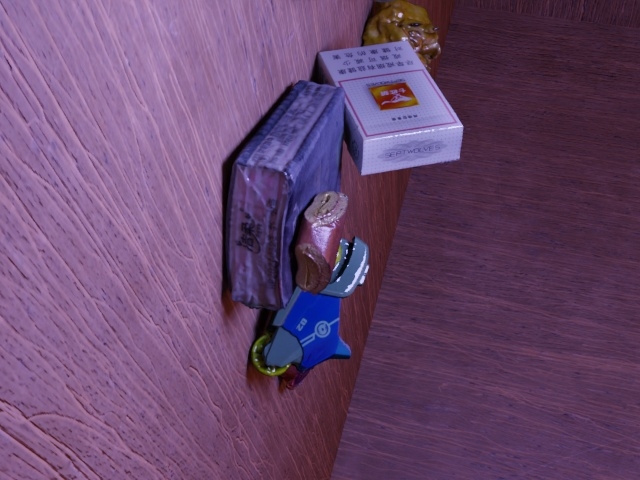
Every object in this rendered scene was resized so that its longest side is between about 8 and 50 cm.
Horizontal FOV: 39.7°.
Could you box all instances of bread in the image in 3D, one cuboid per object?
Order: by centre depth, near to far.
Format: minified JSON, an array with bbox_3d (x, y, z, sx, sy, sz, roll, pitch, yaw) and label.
[{"bbox_3d":[0.001,0.000,1.542,0.119,0.067,0.192,29,74,-78],"label":"bread"}]

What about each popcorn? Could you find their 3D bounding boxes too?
[{"bbox_3d":[0.201,-0.518,2.328,0.191,0.190,0.253,106,-35,-47],"label":"popcorn"}]

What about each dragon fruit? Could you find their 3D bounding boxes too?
[{"bbox_3d":[-0.060,0.295,2.133,0.112,0.068,0.126,-33,149,-51],"label":"dragon fruit"}]

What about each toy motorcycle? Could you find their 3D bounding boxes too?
[{"bbox_3d":[-0.009,0.148,1.863,0.191,0.200,0.326,129,-19,-73],"label":"toy motorcycle"}]

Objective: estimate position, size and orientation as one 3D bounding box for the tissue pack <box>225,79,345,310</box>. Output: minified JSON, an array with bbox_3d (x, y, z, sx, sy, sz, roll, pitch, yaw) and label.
[{"bbox_3d":[-0.056,-0.095,1.646,0.394,0.124,0.288,-61,158,-56],"label":"tissue pack"}]

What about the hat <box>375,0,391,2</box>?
[{"bbox_3d":[0.021,-0.503,1.564,0.130,0.257,0.257,-40,153,-18],"label":"hat"}]

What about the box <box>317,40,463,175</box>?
[{"bbox_3d":[0.134,-0.281,1.827,0.330,0.210,0.095,-112,-163,-45],"label":"box"}]
